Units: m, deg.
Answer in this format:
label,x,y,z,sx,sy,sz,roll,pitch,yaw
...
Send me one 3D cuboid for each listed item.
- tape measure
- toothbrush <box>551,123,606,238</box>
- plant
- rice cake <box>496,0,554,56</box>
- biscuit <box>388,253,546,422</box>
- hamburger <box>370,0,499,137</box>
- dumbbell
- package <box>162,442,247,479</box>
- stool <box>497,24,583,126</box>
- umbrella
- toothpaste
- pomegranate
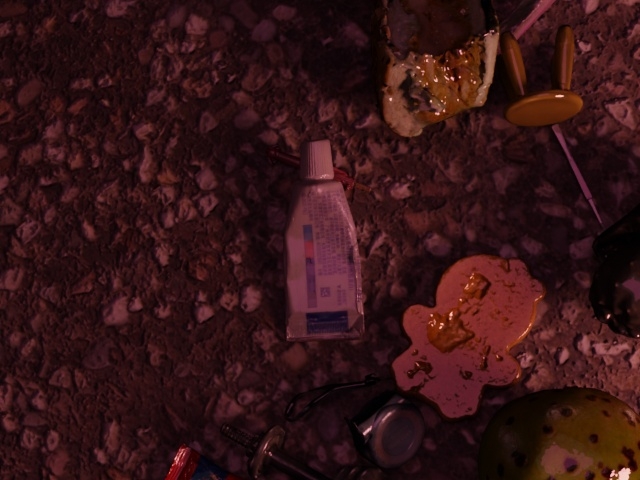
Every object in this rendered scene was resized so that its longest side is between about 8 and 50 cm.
label,x,y,z,sx,sy,sz,roll,pitch,yaw
tape measure,0.050,0.244,1.851,0.179,0.107,0.104,7,42,43
toothbrush,0.367,-0.075,1.907,0.017,0.014,0.194,-21,76,3
plant,0.451,0.014,1.804,0.142,0.164,0.256,40,66,0
rice cake,0.313,-0.344,1.962,0.207,0.047,0.036,-45,62,-8
biscuit,0.203,0.124,1.865,0.184,0.035,0.249,28,80,10
hamburger,0.155,-0.266,1.893,0.167,0.192,0.288,1,44,-1
dumbbell,-0.025,0.310,1.813,0.254,0.110,0.110,27,80,18
package,-0.121,0.358,1.847,0.200,0.022,0.083,26,80,9
stool,0.304,-0.229,1.902,0.134,0.135,0.111,10,69,-38
umbrella,-0.003,-0.100,1.942,0.165,0.027,0.025,22,35,11
toothpaste,0.002,0.000,1.898,0.099,0.068,0.283,-4,89,35
pomegranate,0.322,0.325,1.735,0.230,0.231,0.286,-6,105,4
